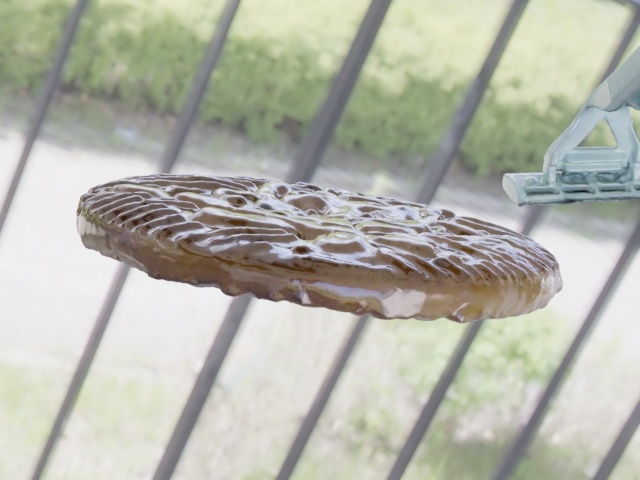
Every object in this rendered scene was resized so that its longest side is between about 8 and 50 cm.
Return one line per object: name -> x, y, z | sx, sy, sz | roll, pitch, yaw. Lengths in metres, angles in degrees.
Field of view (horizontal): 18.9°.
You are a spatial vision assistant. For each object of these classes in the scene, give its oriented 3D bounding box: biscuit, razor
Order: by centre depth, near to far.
biscuit -> 0.001, -0.001, 0.739 | 0.187, 0.027, 0.188 | 8, 8, -1
razor -> 0.203, -0.101, 1.141 | 0.111, 0.278, 0.056 | -2, 64, -17
